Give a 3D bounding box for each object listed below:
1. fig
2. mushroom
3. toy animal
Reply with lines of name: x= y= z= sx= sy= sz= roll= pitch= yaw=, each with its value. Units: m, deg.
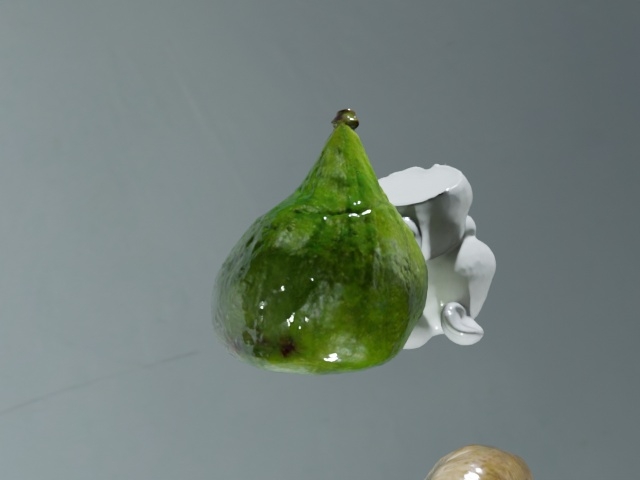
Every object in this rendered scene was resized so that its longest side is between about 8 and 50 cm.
fig: x=0.000 y=0.000 z=1.452 sx=0.203 sy=0.203 sz=0.235 roll=-7 pitch=105 yaw=-31
mushroom: x=0.090 y=0.168 z=0.933 sx=0.072 sy=0.210 sz=0.094 roll=13 pitch=86 yaw=4
toy animal: x=0.120 y=0.021 z=1.764 sx=0.178 sy=0.127 sz=0.193 roll=-44 pitch=126 yaw=-67
